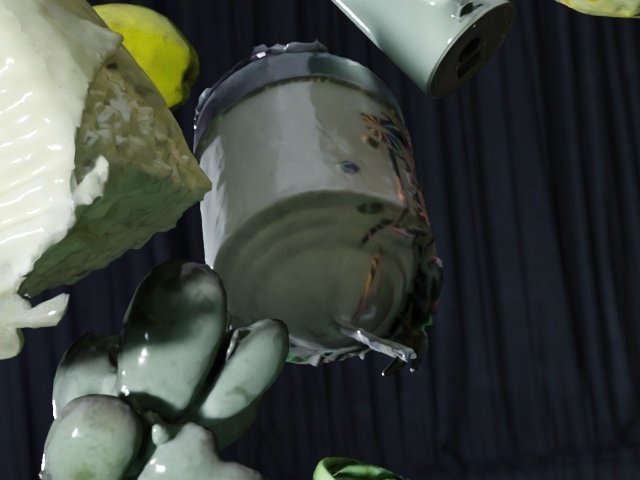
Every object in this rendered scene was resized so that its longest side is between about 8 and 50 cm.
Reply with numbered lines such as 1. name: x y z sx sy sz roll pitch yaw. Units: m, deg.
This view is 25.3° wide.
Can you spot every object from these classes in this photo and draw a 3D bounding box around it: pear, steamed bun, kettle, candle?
1. pear: -0.178 -0.164 1.314 0.131 0.107 0.107 11 172 2
2. steamed bun: -0.223 -0.038 0.806 0.290 0.273 0.272 -24 171 6
3. kettle: 0.066 -0.197 1.129 0.098 0.148 0.127 -50 162 18
4. candle: 0.000 0.000 1.102 0.188 0.330 0.187 -5 130 -5

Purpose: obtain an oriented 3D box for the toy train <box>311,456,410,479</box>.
1. toy train: 0.076 0.208 0.650 0.272 0.159 0.188 22 -174 -26

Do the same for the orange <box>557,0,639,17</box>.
1. orange: 0.190 -0.273 0.723 0.329 0.329 0.249 -3 -172 -19

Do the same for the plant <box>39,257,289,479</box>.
1. plant: -0.114 0.140 0.779 0.149 0.274 0.146 27 155 11
